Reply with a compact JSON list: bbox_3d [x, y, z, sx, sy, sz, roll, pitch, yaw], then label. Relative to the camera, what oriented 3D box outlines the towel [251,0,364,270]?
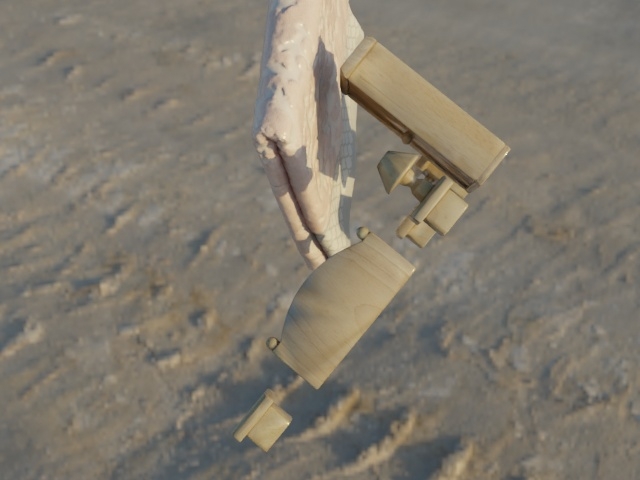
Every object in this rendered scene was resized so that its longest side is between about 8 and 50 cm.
[{"bbox_3d":[-0.003,-0.174,1.283,0.053,0.317,0.332,0,64,11],"label":"towel"}]

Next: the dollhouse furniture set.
[{"bbox_3d":[0.000,0.000,1.201,0.174,0.355,0.303,40,0,3],"label":"dollhouse furniture set"}]
